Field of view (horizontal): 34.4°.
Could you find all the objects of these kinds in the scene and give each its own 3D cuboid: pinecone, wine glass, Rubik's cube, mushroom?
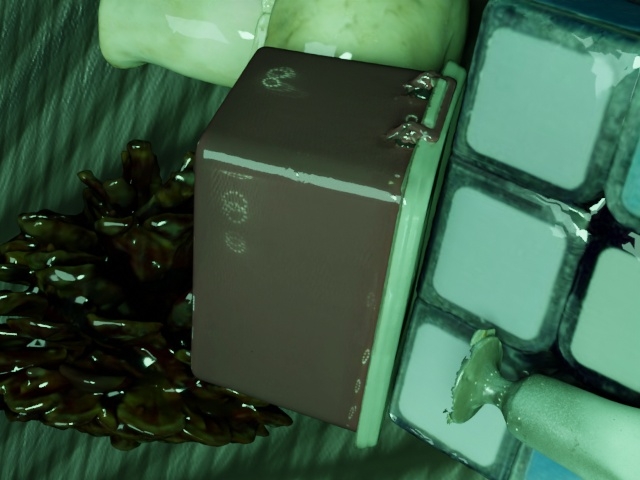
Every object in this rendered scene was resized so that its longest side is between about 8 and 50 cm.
[{"bbox_3d":[-0.193,0.071,1.175,0.398,0.398,0.397,11,108,37],"label":"pinecone"},{"bbox_3d":[0.158,0.114,0.639,0.155,0.072,0.072,24,116,32],"label":"wine glass"},{"bbox_3d":[0.302,0.011,0.757,0.363,0.359,0.362,30,123,26],"label":"Rubik's cube"},{"bbox_3d":[-0.006,-0.162,1.007,0.356,0.315,0.315,-11,94,39],"label":"mushroom"}]

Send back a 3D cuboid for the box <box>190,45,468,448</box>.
[{"bbox_3d":[0.000,0.000,0.804,0.167,0.193,0.294,13,130,7],"label":"box"}]
